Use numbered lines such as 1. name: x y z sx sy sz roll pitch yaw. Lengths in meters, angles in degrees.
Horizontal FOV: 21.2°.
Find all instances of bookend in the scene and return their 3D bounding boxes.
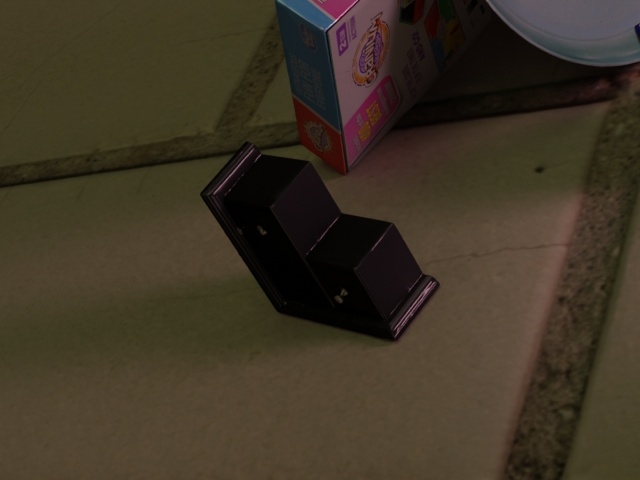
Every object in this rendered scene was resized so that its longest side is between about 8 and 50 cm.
1. bookend: 0.000 0.000 1.519 0.157 0.156 0.072 12 53 44

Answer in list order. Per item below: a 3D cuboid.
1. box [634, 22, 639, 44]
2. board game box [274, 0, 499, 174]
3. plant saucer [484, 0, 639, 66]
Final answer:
1. box: 0.356 -0.145 1.448 0.137 0.126 0.072 -25 34 11
2. board game box: 0.095 -0.247 1.678 0.064 0.242 0.316 36 68 23
3. plant saucer: 0.248 -0.319 1.607 0.317 0.317 0.044 -46 16 -20
